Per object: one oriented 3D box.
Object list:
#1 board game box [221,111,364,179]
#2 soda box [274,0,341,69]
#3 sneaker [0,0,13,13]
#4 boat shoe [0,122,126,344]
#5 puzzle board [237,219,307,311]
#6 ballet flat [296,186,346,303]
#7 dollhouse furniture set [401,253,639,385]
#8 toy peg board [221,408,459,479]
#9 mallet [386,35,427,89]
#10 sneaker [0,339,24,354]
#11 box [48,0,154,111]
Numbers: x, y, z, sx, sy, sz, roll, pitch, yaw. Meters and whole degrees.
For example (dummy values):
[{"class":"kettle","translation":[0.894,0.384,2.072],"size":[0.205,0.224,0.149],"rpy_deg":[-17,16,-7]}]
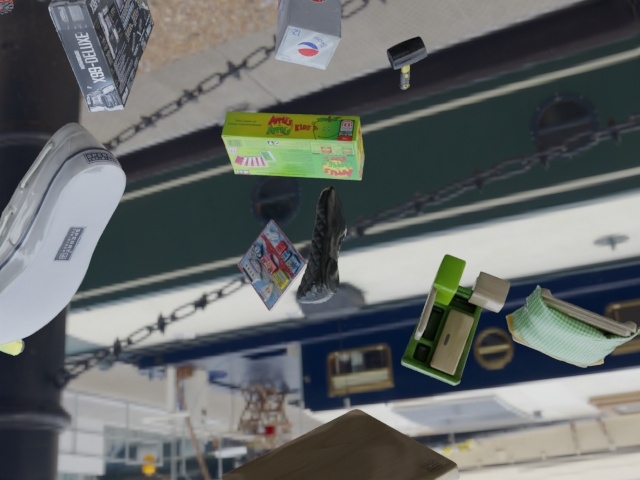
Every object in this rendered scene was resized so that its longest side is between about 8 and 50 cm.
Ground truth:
[{"class":"board game box","translation":[-0.035,-0.129,1.192],"size":[0.181,0.043,0.092],"rpy_deg":[4,152,10]},{"class":"soda box","translation":[-0.020,-0.447,1.551],"size":[0.098,0.286,0.091],"rpy_deg":[9,149,-15]},{"class":"sneaker","translation":[-0.807,-0.557,2.004],"size":[0.225,0.093,0.088],"rpy_deg":[-8,178,14]},{"class":"boat shoe","translation":[-0.300,-0.004,0.922],"size":[0.096,0.088,0.268],"rpy_deg":[-1,133,-47]},{"class":"puzzle board","translation":[-0.079,0.037,1.367],"size":[0.011,0.128,0.096],"rpy_deg":[27,106,-42]},{"class":"ballet flat","translation":[0.000,0.000,1.054],"size":[0.049,0.173,0.057],"rpy_deg":[-14,134,24]},{"class":"dollhouse furniture set","translation":[0.295,0.162,1.333],"size":[0.301,0.151,0.197],"rpy_deg":[21,165,7]},{"class":"toy peg board","translation":[0.021,0.243,0.798],"size":[0.161,0.079,0.160],"rpy_deg":[-21,-160,-28]},{"class":"mallet","translation":[0.154,-0.298,1.488],"size":[0.062,0.039,0.189],"rpy_deg":[-24,171,8]},{"class":"sneaker","translation":[-0.533,0.137,1.250],"size":[0.208,0.094,0.081],"rpy_deg":[21,158,-19]},{"class":"box","translation":[-0.428,-0.447,1.747],"size":[0.076,0.308,0.243],"rpy_deg":[-2,137,9]}]
